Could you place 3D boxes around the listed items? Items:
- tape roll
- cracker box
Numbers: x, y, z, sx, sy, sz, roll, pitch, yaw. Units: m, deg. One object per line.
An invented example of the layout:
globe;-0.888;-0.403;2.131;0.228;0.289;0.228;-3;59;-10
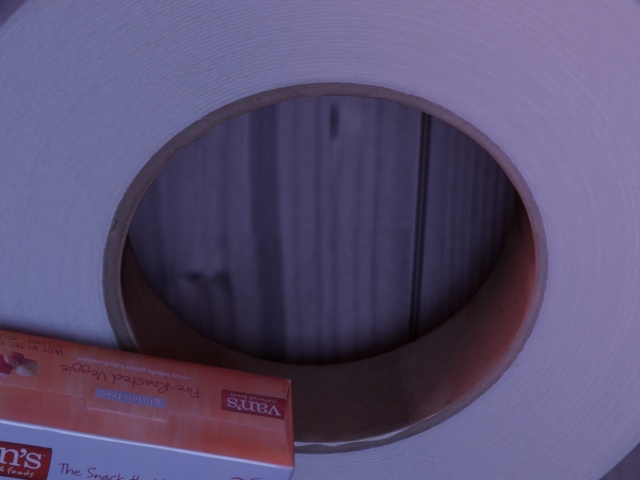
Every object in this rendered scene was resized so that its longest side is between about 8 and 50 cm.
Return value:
tape roll;0.000;0.000;0.823;0.391;0.072;0.392;-2;123;-3
cracker box;-0.114;0.158;0.835;0.155;0.067;0.232;11;126;-10
